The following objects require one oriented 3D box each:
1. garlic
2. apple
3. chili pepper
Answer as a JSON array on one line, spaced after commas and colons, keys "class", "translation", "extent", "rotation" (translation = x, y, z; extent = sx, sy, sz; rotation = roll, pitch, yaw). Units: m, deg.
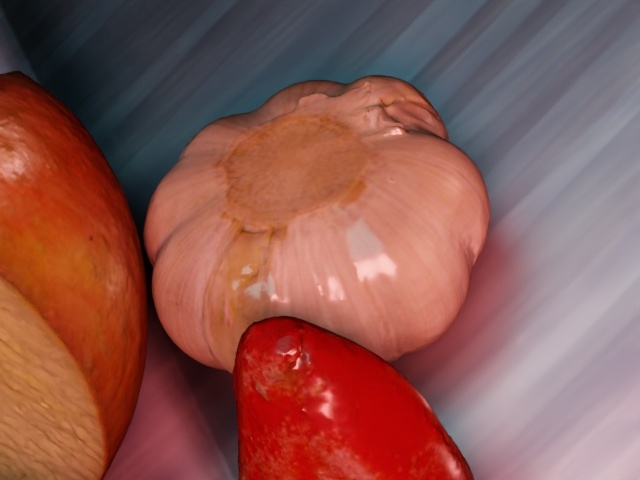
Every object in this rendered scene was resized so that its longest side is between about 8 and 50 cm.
[{"class": "garlic", "translation": [-0.004, 0.000, 0.898], "extent": [0.227, 0.152, 0.228], "rotation": [-13, 41, 12]}, {"class": "apple", "translation": [-0.197, 0.037, 0.894], "extent": [0.179, 0.346, 0.254], "rotation": [-17, 68, -28]}, {"class": "chili pepper", "translation": [0.018, 0.131, 0.798], "extent": [0.136, 0.253, 0.144], "rotation": [-29, 55, -11]}]
